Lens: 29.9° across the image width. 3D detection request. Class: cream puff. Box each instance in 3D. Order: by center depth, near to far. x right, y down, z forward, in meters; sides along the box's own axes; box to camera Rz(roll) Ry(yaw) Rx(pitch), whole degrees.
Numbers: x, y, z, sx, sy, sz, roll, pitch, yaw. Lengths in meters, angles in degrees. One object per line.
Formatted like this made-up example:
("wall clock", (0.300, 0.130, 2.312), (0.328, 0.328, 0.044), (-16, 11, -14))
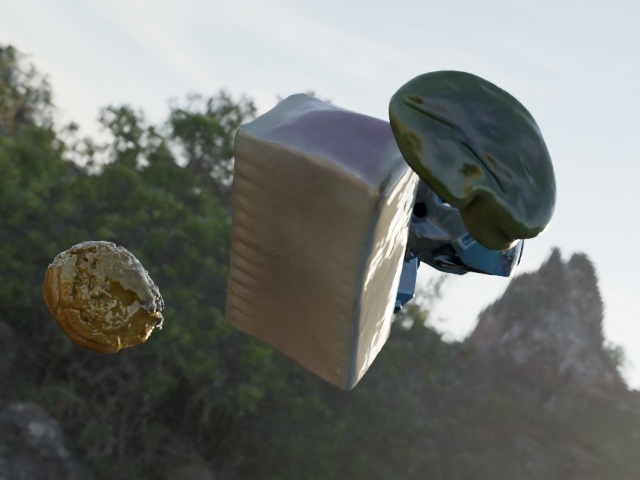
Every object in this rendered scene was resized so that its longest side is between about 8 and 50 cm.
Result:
("cream puff", (-0.318, 0.082, 1.794), (0.189, 0.129, 0.189), (32, 37, -28))

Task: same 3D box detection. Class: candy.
("candy", (0.003, 0.000, 1.504), (0.208, 0.145, 0.359), (27, -45, 22))

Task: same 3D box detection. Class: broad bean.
("broad bean", (0.163, -0.089, 1.236), (0.207, 0.153, 0.072), (54, -31, -9))

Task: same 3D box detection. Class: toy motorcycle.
("toy motorcycle", (0.171, 0.008, 1.859), (0.172, 0.416, 0.232), (12, 51, -39))
